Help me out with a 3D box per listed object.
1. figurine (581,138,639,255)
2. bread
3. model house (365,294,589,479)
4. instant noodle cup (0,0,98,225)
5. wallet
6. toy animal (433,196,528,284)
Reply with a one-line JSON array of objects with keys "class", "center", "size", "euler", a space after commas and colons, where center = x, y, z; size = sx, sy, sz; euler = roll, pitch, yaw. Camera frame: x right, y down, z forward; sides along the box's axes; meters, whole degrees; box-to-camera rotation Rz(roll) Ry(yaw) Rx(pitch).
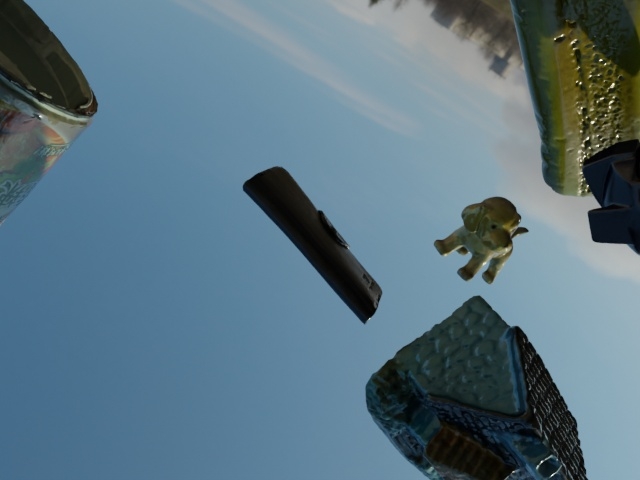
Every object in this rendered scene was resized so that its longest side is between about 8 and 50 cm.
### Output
[{"class": "figurine", "center": [0.428, -0.048, 0.697], "size": [0.309, 0.309, 0.143], "euler": [-5, -92, -55]}, {"class": "bread", "center": [0.331, -0.210, 0.808], "size": [0.383, 0.166, 0.112], "euler": [60, -151, -43]}, {"class": "model house", "center": [0.228, 0.263, 0.863], "size": [0.261, 0.226, 0.241], "euler": [52, 178, -31]}, {"class": "instant noodle cup", "center": [-0.343, -0.120, 0.550], "size": [0.296, 0.214, 0.296], "euler": [48, -173, -9]}, {"class": "wallet", "center": [0.000, 0.000, 1.203], "size": [0.318, 0.045, 0.172], "euler": [50, -161, 0]}, {"class": "toy animal", "center": [0.332, 0.003, 1.351], "size": [0.121, 0.169, 0.233], "euler": [53, -169, 24]}]
